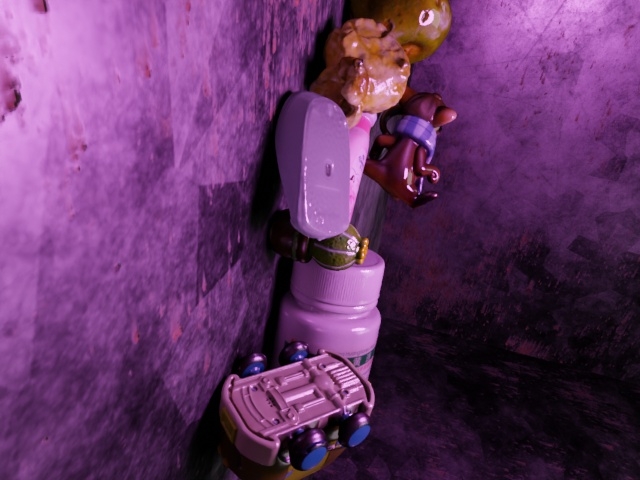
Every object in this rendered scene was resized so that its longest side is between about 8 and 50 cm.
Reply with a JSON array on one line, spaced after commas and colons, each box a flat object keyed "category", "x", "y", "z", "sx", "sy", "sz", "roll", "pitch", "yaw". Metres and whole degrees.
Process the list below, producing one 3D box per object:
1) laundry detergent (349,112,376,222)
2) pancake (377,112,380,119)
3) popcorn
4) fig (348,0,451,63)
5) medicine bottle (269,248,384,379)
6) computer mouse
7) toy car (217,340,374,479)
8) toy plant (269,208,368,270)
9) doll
[{"category": "laundry detergent", "x": 0.057, "y": -0.167, "z": 1.037, "sx": 0.159, "sy": 0.087, "sz": 0.335, "roll": 85, "pitch": 21, "yaw": -70}, {"category": "pancake", "x": 0.174, "y": -0.484, "z": 1.340, "sx": 0.294, "sy": 0.049, "sz": 0.295, "roll": 14, "pitch": 90, "yaw": -82}, {"category": "popcorn", "x": 0.063, "y": -0.298, "z": 0.788, "sx": 0.195, "sy": 0.173, "sz": 0.168, "roll": -36, "pitch": 106, "yaw": -34}, {"category": "fig", "x": 0.152, "y": -0.508, "z": 0.912, "sx": 0.206, "sy": 0.206, "sz": 0.275, "roll": 25, "pitch": 57, "yaw": -78}, {"category": "medicine bottle", "x": 0.013, "y": 0.184, "z": 0.917, "sx": 0.208, "sy": 0.208, "sz": 0.340, "roll": -43, "pitch": 145, "yaw": -70}, {"category": "computer mouse", "x": -0.012, "y": -0.114, "z": 0.686, "sx": 0.127, "sy": 0.079, "sz": 0.231, "roll": 8, "pitch": 80, "yaw": -48}, {"category": "toy car", "x": -0.046, "y": 0.306, "z": 0.731, "sx": 0.247, "sy": 0.204, "sz": 0.198, "roll": -6, "pitch": 121, "yaw": -37}, {"category": "toy plant", "x": 0.000, "y": 0.000, "z": 0.759, "sx": 0.093, "sy": 0.162, "sz": 0.093, "roll": 13, "pitch": 90, "yaw": -77}, {"category": "doll", "x": 0.271, "y": -0.285, "z": 1.381, "sx": 0.209, "sy": 0.317, "sz": 0.340, "roll": 22, "pitch": 93, "yaw": -59}]
